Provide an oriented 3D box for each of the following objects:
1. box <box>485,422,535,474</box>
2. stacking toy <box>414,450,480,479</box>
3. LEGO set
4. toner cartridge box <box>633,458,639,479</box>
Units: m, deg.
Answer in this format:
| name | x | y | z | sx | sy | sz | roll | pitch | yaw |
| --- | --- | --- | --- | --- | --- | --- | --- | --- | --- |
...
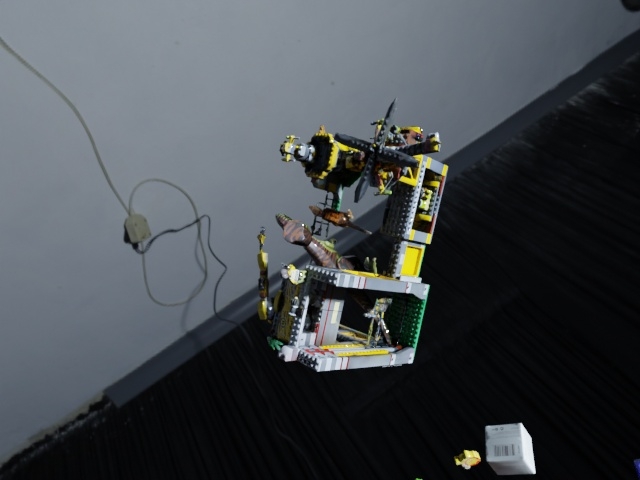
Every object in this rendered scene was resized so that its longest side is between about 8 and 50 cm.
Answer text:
| name | x | y | z | sx | sy | sz | roll | pitch | yaw |
| --- | --- | --- | --- | --- | --- | --- | --- | --- | --- |
| box | 0.501 | 0.554 | 1.285 | 0.101 | 0.102 | 0.087 | -19 | 123 | 31 |
| stacking toy | 0.305 | 0.621 | 1.139 | 0.052 | 0.167 | 0.221 | 36 | 114 | -26 |
| LEGO set | 0.000 | 0.000 | 0.567 | 0.192 | 0.254 | 0.332 | 11 | 100 | -45 |
| toner cartridge box | 0.635 | 0.540 | 0.772 | 0.075 | 0.348 | 0.165 | -23 | 113 | 16 |
